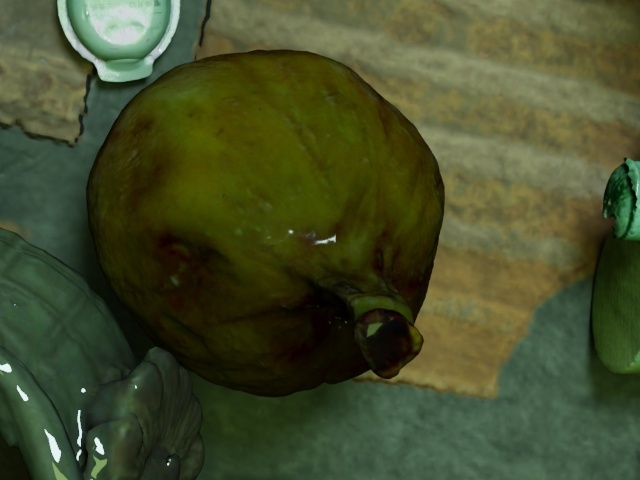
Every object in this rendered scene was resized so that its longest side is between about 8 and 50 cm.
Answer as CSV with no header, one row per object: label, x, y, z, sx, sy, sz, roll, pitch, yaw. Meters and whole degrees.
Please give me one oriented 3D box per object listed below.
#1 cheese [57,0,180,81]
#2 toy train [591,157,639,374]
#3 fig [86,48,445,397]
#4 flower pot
cheese,-0.112,-0.147,0.753,0.067,0.026,0.120,-6,99,-10
toy train,0.303,0.004,0.813,0.307,0.126,0.189,2,142,-11
fig,-0.025,0.021,0.677,0.191,0.290,0.190,-2,123,-3
flower pot,-0.205,0.131,0.664,0.302,0.213,0.302,0,105,-1
